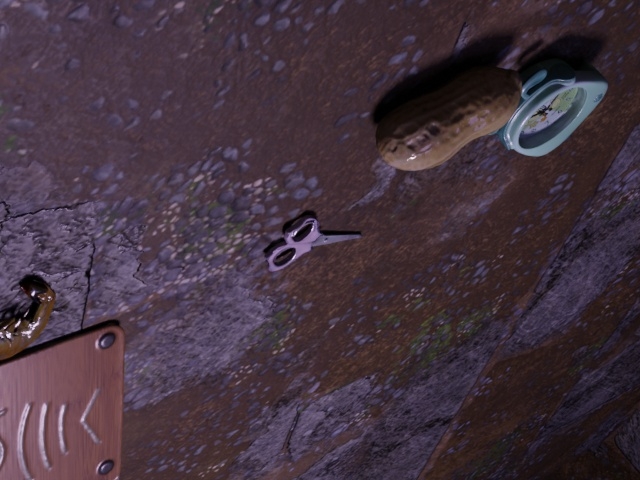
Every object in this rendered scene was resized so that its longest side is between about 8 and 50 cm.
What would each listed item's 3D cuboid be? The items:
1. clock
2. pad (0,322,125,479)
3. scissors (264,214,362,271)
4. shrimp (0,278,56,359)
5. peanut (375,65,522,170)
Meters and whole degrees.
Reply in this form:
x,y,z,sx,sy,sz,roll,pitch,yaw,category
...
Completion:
x,y,z,sx,sy,sz,roll,pitch,yaw,category
0.303,-0.188,1.816,0.148,0.060,0.188,-48,153,25,clock
-0.371,0.255,1.663,0.284,0.018,0.286,-19,131,-34,pad
0.000,0.000,1.807,0.189,0.015,0.100,-4,138,-51,scissors
-0.360,0.092,1.472,0.124,0.034,0.178,-49,155,19,shrimp
0.164,-0.153,1.659,0.214,0.090,0.098,-29,143,-14,peanut
